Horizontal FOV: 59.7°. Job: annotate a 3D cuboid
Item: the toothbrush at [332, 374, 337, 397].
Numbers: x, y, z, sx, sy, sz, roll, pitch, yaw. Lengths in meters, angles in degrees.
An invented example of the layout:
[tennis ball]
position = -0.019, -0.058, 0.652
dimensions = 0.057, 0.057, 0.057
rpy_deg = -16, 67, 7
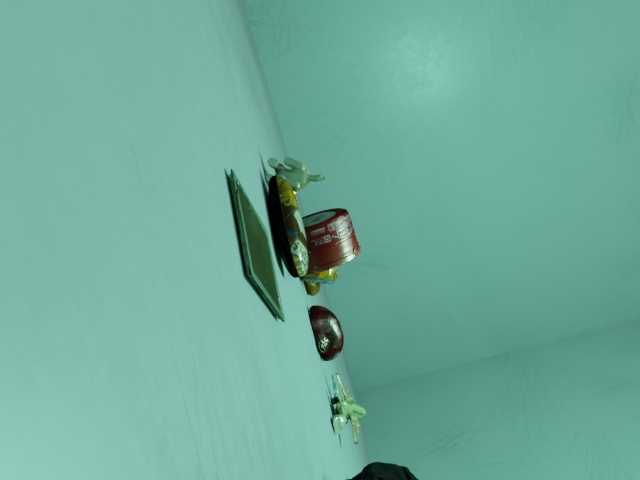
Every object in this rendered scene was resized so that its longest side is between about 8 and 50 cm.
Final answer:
[toothbrush]
position = 0.055, 0.569, 2.182
dimensions = 0.162, 0.014, 0.017
rpy_deg = -102, -165, -75

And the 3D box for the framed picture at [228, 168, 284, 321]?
[framed picture]
position = -0.119, 0.020, 1.058
dimensions = 0.273, 0.016, 0.216
rpy_deg = 71, 5, -64

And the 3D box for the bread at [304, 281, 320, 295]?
[bread]
position = -0.040, 0.120, 2.141
dimensions = 0.193, 0.064, 0.193
rpy_deg = -13, 90, -86

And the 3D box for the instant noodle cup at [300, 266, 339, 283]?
[instant noodle cup]
position = -0.003, 0.088, 1.985
dimensions = 0.177, 0.208, 0.126
rpy_deg = 95, 1, -83

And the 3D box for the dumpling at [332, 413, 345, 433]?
[dumpling]
position = 0.057, 0.570, 1.734
dimensions = 0.077, 0.043, 0.059
rpy_deg = 103, -10, -76

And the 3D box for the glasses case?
[glasses case]
position = -0.089, -0.044, 1.523
dimensions = 0.122, 0.082, 0.321
rpy_deg = 76, 0, -54

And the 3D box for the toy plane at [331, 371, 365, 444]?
[toy plane]
position = 0.097, 0.580, 1.907
dimensions = 0.256, 0.104, 0.242
rpy_deg = 73, 0, -60

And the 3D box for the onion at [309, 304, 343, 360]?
[onion]
position = 0.029, 0.325, 1.951
dimensions = 0.151, 0.098, 0.206
rpy_deg = -105, 180, -69

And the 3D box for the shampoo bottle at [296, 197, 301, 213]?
[shampoo bottle]
position = -0.110, -0.138, 2.204
dimensions = 0.108, 0.051, 0.221
rpy_deg = 83, -8, -84

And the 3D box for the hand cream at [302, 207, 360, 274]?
[hand cream]
position = 0.000, 0.000, 1.701
dimensions = 0.230, 0.230, 0.149
rpy_deg = -98, 172, -78

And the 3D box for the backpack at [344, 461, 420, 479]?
[backpack]
position = 0.162, 0.641, 1.086
dimensions = 0.446, 0.254, 0.363
rpy_deg = 127, -50, -74

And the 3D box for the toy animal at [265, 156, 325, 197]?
[toy animal]
position = -0.074, -0.173, 1.748
dimensions = 0.185, 0.183, 0.104
rpy_deg = 90, 12, -67
